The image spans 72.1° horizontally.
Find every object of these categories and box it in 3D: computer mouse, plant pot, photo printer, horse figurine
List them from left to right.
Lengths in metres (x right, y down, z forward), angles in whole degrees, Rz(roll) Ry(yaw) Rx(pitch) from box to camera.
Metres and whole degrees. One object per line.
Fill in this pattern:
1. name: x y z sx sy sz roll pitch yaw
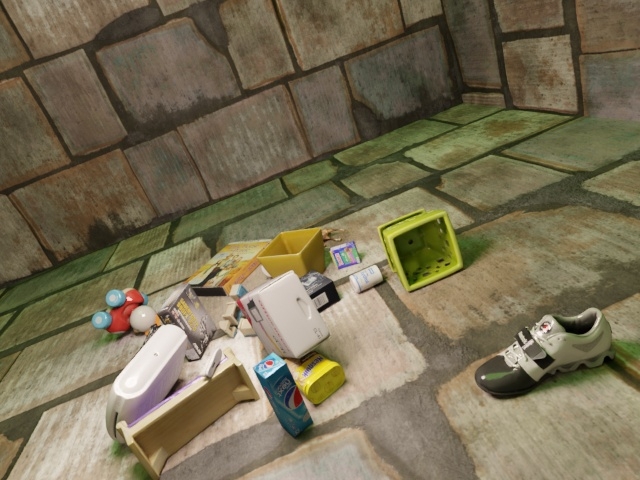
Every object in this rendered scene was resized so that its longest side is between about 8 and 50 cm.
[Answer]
1. photo printer: -0.537 0.445 1.353 0.107 0.255 0.307 23 34 3
2. computer mouse: -0.595 0.386 1.510 0.060 0.262 0.184 23 52 3
3. plant pot: -0.096 0.086 1.827 0.212 0.187 0.212 -7 27 31
4. horse figurine: 0.000 0.000 2.091 0.175 0.066 0.263 6 32 36
5. plant pot: 0.342 0.017 1.581 0.227 0.228 0.207 -23 16 -4

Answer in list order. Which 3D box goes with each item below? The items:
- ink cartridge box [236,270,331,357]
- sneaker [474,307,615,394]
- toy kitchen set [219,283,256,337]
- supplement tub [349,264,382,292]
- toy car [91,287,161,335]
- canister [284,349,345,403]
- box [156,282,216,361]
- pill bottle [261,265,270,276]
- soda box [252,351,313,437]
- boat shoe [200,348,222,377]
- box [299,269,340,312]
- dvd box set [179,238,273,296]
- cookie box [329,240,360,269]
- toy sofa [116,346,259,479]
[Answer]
1. ink cartridge box: -0.125 0.234 1.357 0.131 0.226 0.306 -31 0 -24
2. sneaker: 0.511 0.246 1.034 0.331 0.146 0.122 -22 25 1
3. toy kitchen set: -0.268 0.279 1.688 0.166 0.122 0.207 -10 46 24
4. supplement tub: 0.168 0.143 1.632 0.107 0.071 0.071 -25 24 -7
5. toy car: -0.803 0.344 1.909 0.238 0.219 0.210 29 84 14
6. canister: -0.028 0.382 1.273 0.126 0.073 0.170 -32 24 -25
7. box: -0.487 0.301 1.630 0.056 0.230 0.183 -18 22 16
8. pill bottle: -0.190 0.075 2.016 0.117 0.117 0.215 -10 25 24
9. soda box: -0.094 0.395 1.122 0.067 0.210 0.071 -33 27 -27
10. boat shoe: -0.314 0.349 1.255 0.035 0.035 0.100 -6 34 18
11. box: -0.039 0.202 1.648 0.156 0.093 0.158 -30 24 -20
12. dvd box set: -0.454 0.131 2.184 0.308 0.062 0.420 -4 29 33
13. cookie box: 0.103 0.062 1.835 0.107 0.091 0.040 -17 20 10
14. toy sofa: -0.377 0.474 1.264 0.363 0.150 0.177 -33 27 -25
